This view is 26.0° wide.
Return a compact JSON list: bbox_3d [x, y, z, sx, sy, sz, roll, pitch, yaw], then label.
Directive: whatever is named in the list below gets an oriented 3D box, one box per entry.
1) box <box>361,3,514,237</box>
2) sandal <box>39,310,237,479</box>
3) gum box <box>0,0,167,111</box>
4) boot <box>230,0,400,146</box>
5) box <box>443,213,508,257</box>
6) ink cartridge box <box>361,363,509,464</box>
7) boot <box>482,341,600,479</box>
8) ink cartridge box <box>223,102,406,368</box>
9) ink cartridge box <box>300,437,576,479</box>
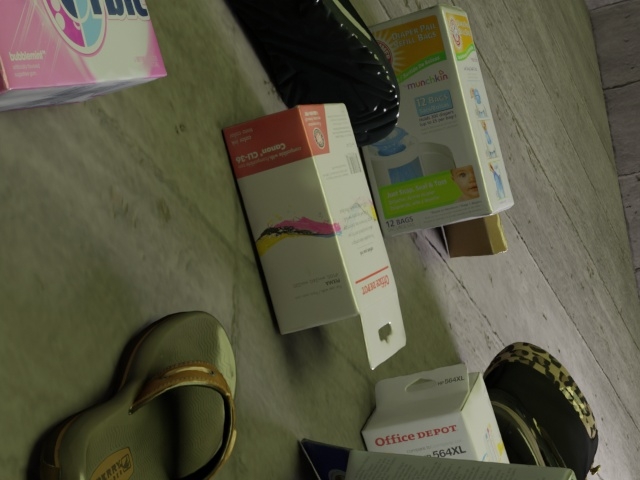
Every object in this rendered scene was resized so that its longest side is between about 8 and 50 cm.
[{"bbox_3d":[0.102,-0.115,1.344,0.103,0.114,0.203,-17,94,-70],"label":"box"},{"bbox_3d":[-0.082,0.098,0.755,0.219,0.060,0.090,-37,112,-70],"label":"sandal"},{"bbox_3d":[-0.152,-0.125,0.711,0.188,0.062,0.107,-26,102,-71],"label":"gum box"},{"bbox_3d":[0.000,-0.227,1.164,0.246,0.094,0.207,52,33,-38],"label":"boot"},{"bbox_3d":[0.142,-0.081,1.470,0.164,0.021,0.201,168,-93,-80],"label":"box"},{"bbox_3d":[0.100,0.182,1.163,0.090,0.092,0.143,-47,120,-67],"label":"ink cartridge box"},{"bbox_3d":[0.224,0.296,1.381,0.377,0.138,0.284,68,20,-7],"label":"boot"},{"bbox_3d":[0.000,0.000,1.048,0.115,0.067,0.198,-18,92,-71],"label":"ink cartridge box"},{"bbox_3d":[0.103,0.241,0.975,0.045,0.224,0.223,-52,128,-38],"label":"ink cartridge box"}]
